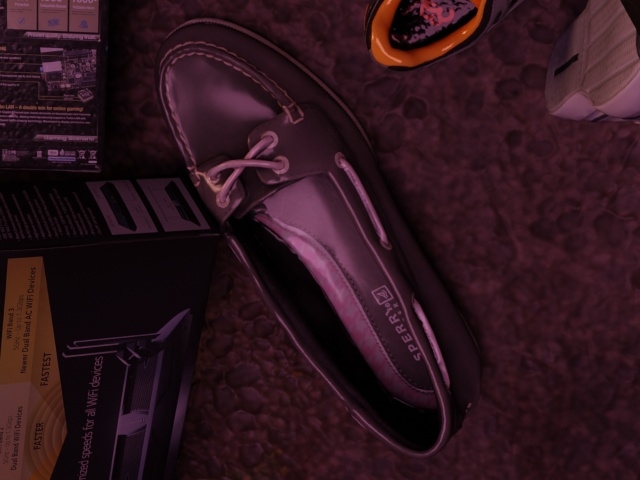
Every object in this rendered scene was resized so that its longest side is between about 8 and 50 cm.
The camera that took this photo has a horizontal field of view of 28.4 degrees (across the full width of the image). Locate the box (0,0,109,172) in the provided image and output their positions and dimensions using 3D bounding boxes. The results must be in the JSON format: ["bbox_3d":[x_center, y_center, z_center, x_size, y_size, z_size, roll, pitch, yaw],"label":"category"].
[{"bbox_3d":[-0.229,-0.126,0.819,0.180,0.077,0.147,0,115,-12],"label":"box"}]

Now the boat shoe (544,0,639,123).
[{"bbox_3d":[0.184,-0.105,0.698,0.076,0.226,0.083,6,94,-1],"label":"boat shoe"}]

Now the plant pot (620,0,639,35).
[{"bbox_3d":[0.184,-0.036,0.306,0.187,0.167,0.188,-27,106,23],"label":"plant pot"}]

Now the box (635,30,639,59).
[{"bbox_3d":[0.310,-0.157,0.535,0.294,0.395,0.212,25,117,3],"label":"box"}]

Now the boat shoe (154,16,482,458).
[{"bbox_3d":[0.000,0.000,0.842,0.112,0.095,0.335,-31,103,23],"label":"boat shoe"}]

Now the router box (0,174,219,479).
[{"bbox_3d":[-0.215,0.108,0.861,0.243,0.081,0.308,-4,125,-27],"label":"router box"}]

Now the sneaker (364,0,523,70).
[{"bbox_3d":[0.107,-0.173,0.751,0.084,0.083,0.215,42,114,-5],"label":"sneaker"}]
